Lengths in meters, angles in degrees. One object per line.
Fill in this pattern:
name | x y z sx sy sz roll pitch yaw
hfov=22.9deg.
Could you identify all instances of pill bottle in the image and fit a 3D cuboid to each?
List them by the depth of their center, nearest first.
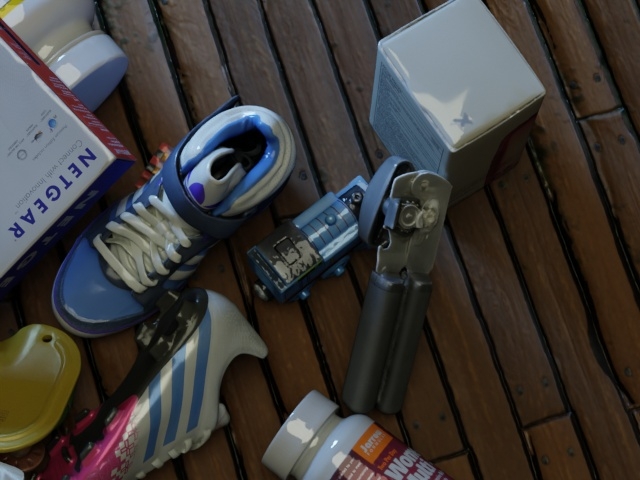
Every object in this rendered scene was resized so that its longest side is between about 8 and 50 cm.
pill bottle | 0.053 0.265 1.702 0.221 0.121 0.121 36 76 9
pill bottle | -0.383 -0.279 1.810 0.188 0.188 0.334 -42 85 -12

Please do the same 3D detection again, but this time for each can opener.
can opener | 0.074 0.049 1.743 0.076 0.095 0.283 3 109 -31

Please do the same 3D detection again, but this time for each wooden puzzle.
wooden puzzle | -0.178 -0.083 1.856 0.049 0.006 0.083 30 76 7

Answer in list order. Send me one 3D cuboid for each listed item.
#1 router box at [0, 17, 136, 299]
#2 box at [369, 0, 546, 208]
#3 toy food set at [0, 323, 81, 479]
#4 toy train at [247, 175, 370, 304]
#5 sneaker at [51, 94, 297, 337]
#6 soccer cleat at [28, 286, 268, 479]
router box | -0.418 -0.077 1.682 0.301 0.082 0.335 45 97 6
box | 0.147 -0.149 1.763 0.127 0.232 0.149 -32 77 -10
toy food set | -0.336 0.191 1.717 0.128 0.071 0.218 10 46 10
toy train | 0.000 0.000 1.784 0.184 0.105 0.080 -37 78 -10
sneaker | -0.164 -0.030 1.718 0.323 0.236 0.130 -38 84 -12
soccer cleat | -0.184 0.208 1.721 0.143 0.116 0.331 37 89 -26
